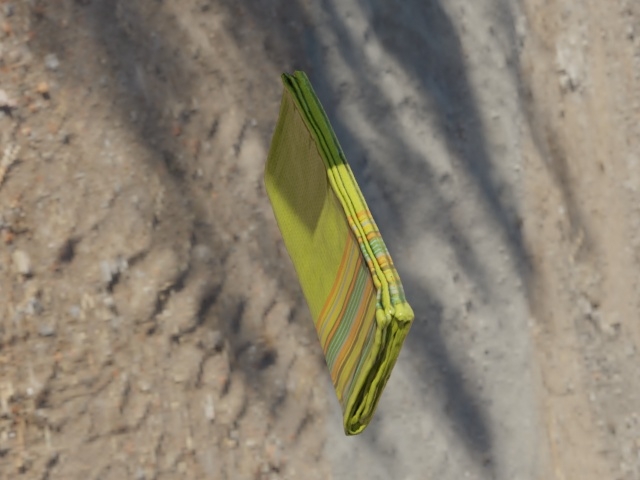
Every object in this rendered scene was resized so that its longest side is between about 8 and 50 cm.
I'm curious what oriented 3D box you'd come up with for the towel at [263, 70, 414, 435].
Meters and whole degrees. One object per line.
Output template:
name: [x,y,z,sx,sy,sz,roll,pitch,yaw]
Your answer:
towel: [0.000,0.000,0.731,0.021,0.102,0.237,2,41,-21]
